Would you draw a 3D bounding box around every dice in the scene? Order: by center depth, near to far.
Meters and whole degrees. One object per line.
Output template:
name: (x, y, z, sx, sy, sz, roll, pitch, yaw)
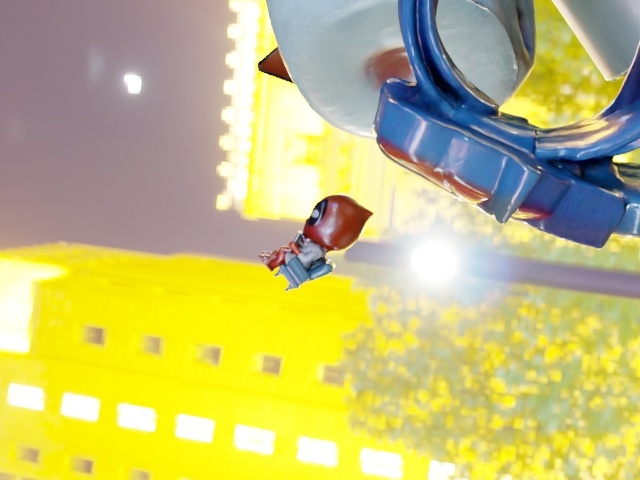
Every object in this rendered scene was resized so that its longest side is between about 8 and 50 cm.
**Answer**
dice: (0.099, -0.297, 1.590, 0.264, 0.268, 0.262, 51, -147, -48)

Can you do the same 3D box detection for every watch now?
watch: (0.204, -0.146, 1.028, 0.241, 0.305, 0.274, -87, 15, -75)

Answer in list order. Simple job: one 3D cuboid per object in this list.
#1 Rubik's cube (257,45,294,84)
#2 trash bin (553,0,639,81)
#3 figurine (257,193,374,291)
Rubik's cube: (0.084, -0.223, 1.956, 0.284, 0.234, 0.250, -43, -11, -16)
trash bin: (0.399, -0.376, 1.750, 0.262, 0.217, 0.277, 55, -169, -2)
figurine: (0.000, 0.000, 1.589, 0.140, 0.075, 0.068, -40, 0, 4)
